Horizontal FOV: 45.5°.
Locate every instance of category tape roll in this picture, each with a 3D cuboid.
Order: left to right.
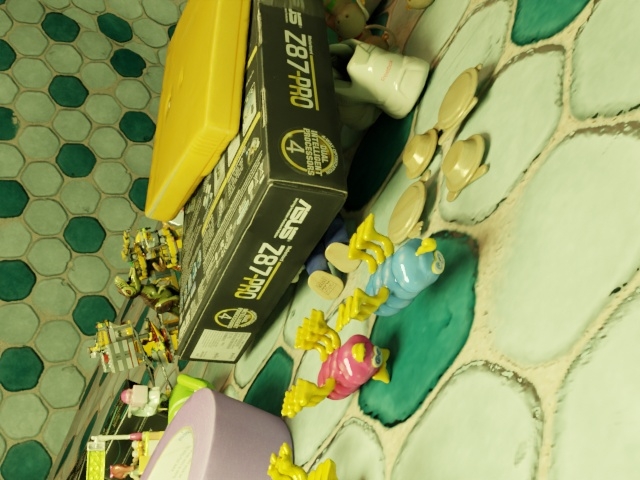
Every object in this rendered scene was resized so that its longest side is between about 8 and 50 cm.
[{"bbox_3d":[-0.132,0.294,0.774,0.275,0.090,0.275,-55,18,27],"label":"tape roll"}]

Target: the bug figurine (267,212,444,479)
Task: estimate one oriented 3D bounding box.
[{"bbox_3d":[0.025,0.131,0.565,0.216,0.072,0.279,130,155,-57],"label":"bug figurine"}]

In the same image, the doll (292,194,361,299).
[{"bbox_3d":[0.000,0.000,0.892,0.129,0.046,0.189,-58,17,17],"label":"doll"}]

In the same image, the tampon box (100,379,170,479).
[{"bbox_3d":[-0.280,0.305,1.194,0.121,0.101,0.161,-65,15,-5],"label":"tampon box"}]

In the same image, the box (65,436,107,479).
[{"bbox_3d":[-0.465,0.507,1.505,0.180,0.077,0.147,-56,18,26],"label":"box"}]

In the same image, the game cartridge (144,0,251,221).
[{"bbox_3d":[-0.158,-0.204,0.992,0.323,0.052,0.286,148,130,-60],"label":"game cartridge"}]

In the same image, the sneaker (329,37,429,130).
[{"bbox_3d":[0.043,-0.203,0.944,0.090,0.115,0.232,-66,16,-7],"label":"sneaker"}]

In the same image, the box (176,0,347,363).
[{"bbox_3d":[-0.093,-0.071,0.955,0.395,0.097,0.318,122,148,-49],"label":"box"}]

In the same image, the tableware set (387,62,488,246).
[{"bbox_3d":[0.110,-0.078,0.719,0.141,0.020,0.169,-48,23,49],"label":"tableware set"}]

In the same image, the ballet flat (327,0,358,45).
[{"bbox_3d":[-0.078,-0.200,1.281,0.182,0.164,0.483,-90,25,-84],"label":"ballet flat"}]

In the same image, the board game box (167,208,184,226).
[{"bbox_3d":[-0.181,-0.142,1.461,0.318,0.065,0.319,91,-158,-79],"label":"board game box"}]

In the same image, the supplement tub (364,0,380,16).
[{"bbox_3d":[-0.032,-0.519,1.277,0.235,0.324,0.235,-56,15,24],"label":"supplement tub"}]

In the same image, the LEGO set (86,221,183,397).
[{"bbox_3d":[-0.289,0.102,1.235,0.331,0.192,0.255,0,102,63],"label":"LEGO set"}]

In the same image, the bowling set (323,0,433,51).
[{"bbox_3d":[0.000,-0.278,1.028,0.200,0.154,0.287,-36,-8,-40],"label":"bowling set"}]

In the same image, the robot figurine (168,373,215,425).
[{"bbox_3d":[-0.172,0.230,1.034,0.115,0.067,0.101,-116,36,-70],"label":"robot figurine"}]

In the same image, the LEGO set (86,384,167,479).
[{"bbox_3d":[-0.254,0.336,0.980,0.132,0.107,0.287,104,164,-51],"label":"LEGO set"}]
